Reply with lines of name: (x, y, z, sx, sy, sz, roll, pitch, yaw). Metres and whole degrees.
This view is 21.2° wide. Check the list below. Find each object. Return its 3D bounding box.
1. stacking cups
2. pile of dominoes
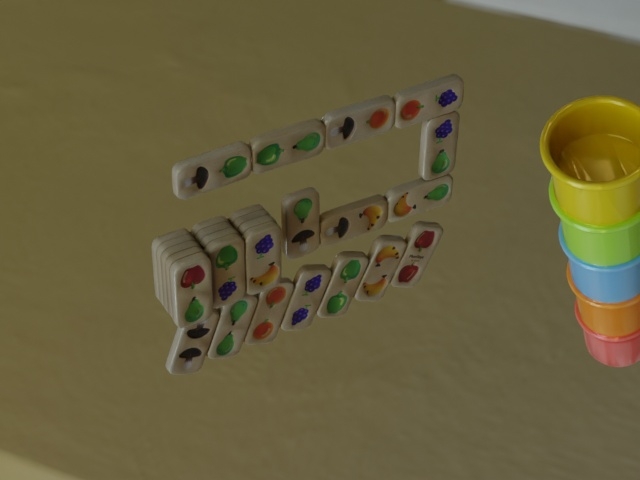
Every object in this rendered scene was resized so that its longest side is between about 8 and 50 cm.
stacking cups: (0.243, 0.008, 1.473, 0.096, 0.096, 0.316, -62, -23, -28)
pile of dominoes: (0.000, 0.000, 1.239, 0.251, 0.040, 0.196, -19, -46, -22)
